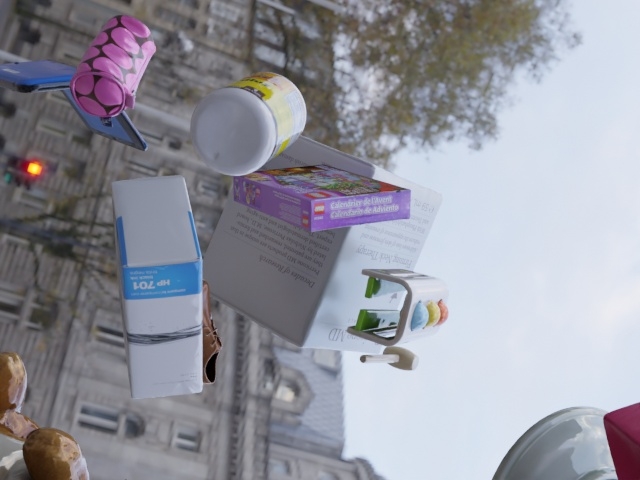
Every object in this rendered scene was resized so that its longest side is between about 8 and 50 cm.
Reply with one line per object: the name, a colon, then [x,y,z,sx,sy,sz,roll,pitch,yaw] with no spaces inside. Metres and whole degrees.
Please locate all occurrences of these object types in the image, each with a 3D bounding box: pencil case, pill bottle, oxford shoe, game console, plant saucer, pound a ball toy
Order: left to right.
game console: [-0.526,-0.266,2.038,0.293,0.250,0.173,21,-62,51]
pencil case: [-0.316,-0.272,1.570,0.209,0.098,0.095,-83,177,-50]
oxford shoe: [-0.207,0.161,1.800,0.076,0.076,0.212,-36,136,-51]
pill bottle: [-0.090,-0.167,1.391,0.117,0.117,0.215,-64,174,22]
pound a ball toy: [0.163,0.168,1.957,0.319,0.136,0.208,7,98,-68]
plant saucer: [0.460,0.497,1.769,0.100,0.400,0.400,16,-93,59]

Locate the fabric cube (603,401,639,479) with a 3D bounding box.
fabric cube: [0.576,0.349,1.386,0.258,0.259,0.254,-104,176,-85]

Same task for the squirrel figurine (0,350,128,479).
squirrel figurine: [-0.333,0.402,1.234,0.281,0.370,0.397,-42,147,-50]

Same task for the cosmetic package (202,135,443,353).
cosmetic package: [0.000,0.000,2.195,0.327,0.329,0.393,25,-84,33]

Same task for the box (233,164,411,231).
box: [-0.003,-0.081,1.797,0.293,0.201,0.057,22,-64,56]

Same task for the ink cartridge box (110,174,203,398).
ink cartridge box: [-0.169,0.050,1.052,0.139,0.082,0.190,-110,-160,-48]
